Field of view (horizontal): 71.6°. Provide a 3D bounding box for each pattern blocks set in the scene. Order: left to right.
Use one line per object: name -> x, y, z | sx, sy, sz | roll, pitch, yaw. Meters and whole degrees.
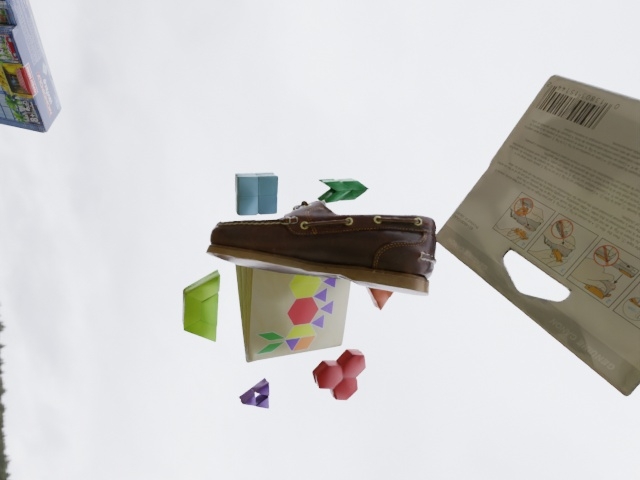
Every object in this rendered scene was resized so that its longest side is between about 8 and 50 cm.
pattern blocks set -> -0.030, 0.073, 0.568 | 0.026, 0.285, 0.325 | 41, -58, 58

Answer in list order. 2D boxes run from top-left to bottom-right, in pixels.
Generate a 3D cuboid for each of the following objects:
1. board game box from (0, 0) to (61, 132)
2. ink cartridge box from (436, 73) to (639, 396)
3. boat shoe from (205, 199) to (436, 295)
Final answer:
board game box -> -0.367, -0.197, 0.392 | 0.060, 0.194, 0.194 | -102, -166, -47
ink cartridge box -> 0.312, -0.025, 0.506 | 0.261, 0.066, 0.296 | -57, -139, 15
boat shoe -> 0.000, 0.000, 0.404 | 0.206, 0.073, 0.073 | 8, -98, 8
